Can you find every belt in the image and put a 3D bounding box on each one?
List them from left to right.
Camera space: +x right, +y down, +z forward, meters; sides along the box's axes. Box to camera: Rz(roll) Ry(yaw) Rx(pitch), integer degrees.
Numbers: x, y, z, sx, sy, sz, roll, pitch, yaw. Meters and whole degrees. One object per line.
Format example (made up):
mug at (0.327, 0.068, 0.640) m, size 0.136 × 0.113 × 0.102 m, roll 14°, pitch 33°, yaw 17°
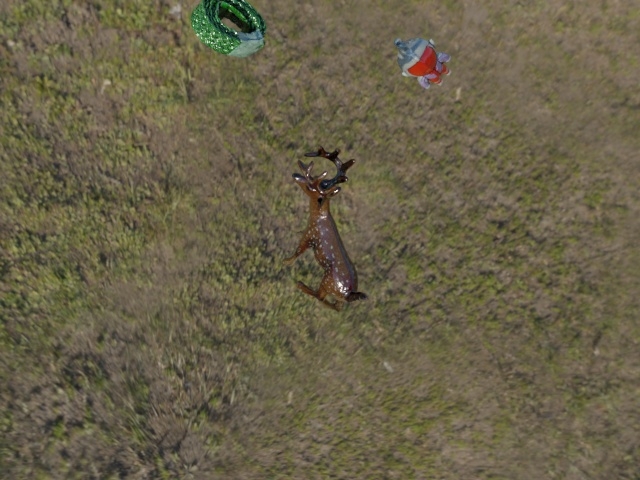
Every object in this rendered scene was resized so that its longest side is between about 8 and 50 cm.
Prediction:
belt at (-0.184, -0.425, 1.345) m, size 0.151 × 0.079 × 0.121 m, roll 15°, pitch 61°, yaw -30°

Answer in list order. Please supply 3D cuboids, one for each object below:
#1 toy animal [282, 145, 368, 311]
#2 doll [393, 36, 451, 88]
toy animal at (0.015, -0.009, 1.109) m, size 0.087 × 0.260 × 0.243 m, roll -28°, pitch 84°, yaw -31°
doll at (0.233, -0.416, 1.551) m, size 0.228 × 0.102 × 0.075 m, roll 13°, pitch 30°, yaw -49°
